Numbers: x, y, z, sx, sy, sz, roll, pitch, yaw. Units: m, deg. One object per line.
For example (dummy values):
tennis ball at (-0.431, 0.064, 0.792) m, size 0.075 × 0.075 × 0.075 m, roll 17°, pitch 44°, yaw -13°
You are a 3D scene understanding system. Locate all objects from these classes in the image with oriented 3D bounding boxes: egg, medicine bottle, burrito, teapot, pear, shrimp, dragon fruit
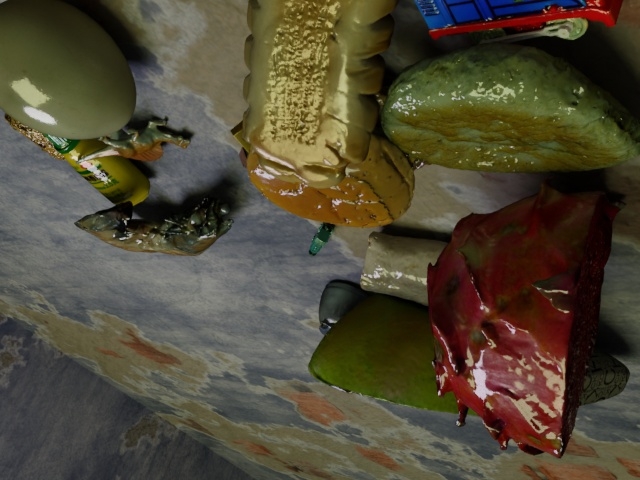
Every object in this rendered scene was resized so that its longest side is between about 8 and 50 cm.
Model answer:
egg at (-0.388, -0.250, 1.297) m, size 0.253 × 0.188 × 0.188 m, roll 33°, pitch 153°, yaw -31°
medicine bottle at (-0.442, -0.175, 1.614) m, size 0.111 × 0.076 × 0.309 m, roll -9°, pitch 139°, yaw 35°
burrito at (0.213, 0.063, 1.479) m, size 0.299 × 0.105 × 0.143 m, roll 13°, pitch 148°, yaw 25°
teapot at (0.049, 0.163, 1.798) m, size 0.111 × 0.108 × 0.149 m, roll 11°, pitch 151°, yaw 28°
pear at (0.183, 0.193, 1.608) m, size 0.399 × 0.165 × 0.399 m, roll 11°, pitch -177°, yaw -1°
shrimp at (-0.312, -0.034, 1.682) m, size 0.272 × 0.085 × 0.445 m, roll 11°, pitch 167°, yaw -28°
dragon fruit at (0.264, 0.097, 1.194) m, size 0.249 × 0.371 × 0.386 m, roll 8°, pitch 162°, yaw 22°

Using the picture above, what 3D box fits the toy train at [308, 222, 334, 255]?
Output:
toy train at (0.000, 0.000, 1.604) m, size 0.029 × 0.045 × 0.092 m, roll 28°, pitch 151°, yaw -3°

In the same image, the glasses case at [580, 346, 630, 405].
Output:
glasses case at (0.394, 0.221, 1.471) m, size 0.354 × 0.085 × 0.137 m, roll 4°, pitch -163°, yaw -44°

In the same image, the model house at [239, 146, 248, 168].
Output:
model house at (-0.093, -0.130, 1.420) m, size 0.083 × 0.058 × 0.057 m, roll 26°, pitch 154°, yaw -4°

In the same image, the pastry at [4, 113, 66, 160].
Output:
pastry at (-0.525, -0.204, 1.654) m, size 0.080 × 0.056 × 0.140 m, roll 10°, pitch 158°, yaw 42°

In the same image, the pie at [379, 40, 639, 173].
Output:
pie at (0.218, -0.140, 1.037) m, size 0.323 × 0.070 × 0.323 m, roll 8°, pitch 169°, yaw 2°

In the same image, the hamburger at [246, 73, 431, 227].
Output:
hamburger at (0.030, -0.120, 1.217) m, size 0.244 × 0.163 × 0.244 m, roll 18°, pitch 150°, yaw 11°

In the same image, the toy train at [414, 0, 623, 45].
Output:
toy train at (0.198, -0.265, 0.895) m, size 0.204 × 0.083 × 0.131 m, roll 2°, pitch 144°, yaw 37°

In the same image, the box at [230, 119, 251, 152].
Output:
box at (-0.061, -0.142, 1.350) m, size 0.156 × 0.089 × 0.022 m, roll 50°, pitch -175°, yaw -40°

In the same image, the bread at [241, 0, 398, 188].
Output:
bread at (-0.004, -0.214, 1.012) m, size 0.173 × 0.121 × 0.311 m, roll 17°, pitch 121°, yaw 13°

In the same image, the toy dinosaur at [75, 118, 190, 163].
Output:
toy dinosaur at (-0.332, -0.170, 1.542) m, size 0.142 × 0.057 × 0.212 m, roll 18°, pitch 158°, yaw -30°
